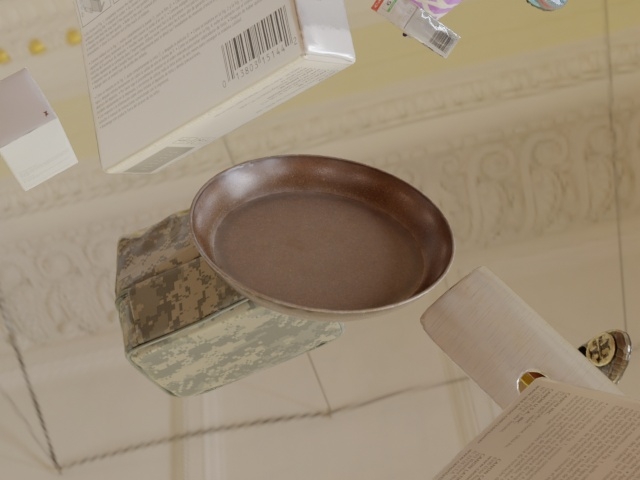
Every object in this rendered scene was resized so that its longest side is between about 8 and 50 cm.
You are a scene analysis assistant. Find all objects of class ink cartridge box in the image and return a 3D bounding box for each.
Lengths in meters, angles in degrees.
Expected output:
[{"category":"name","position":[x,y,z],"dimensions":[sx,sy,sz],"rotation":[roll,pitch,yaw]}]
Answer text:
[{"category":"ink cartridge box","position":[0.122,0.149,0.515],"dimensions":[0.181,0.056,0.225],"rotation":[-38,-157,-24]},{"category":"ink cartridge box","position":[-0.114,-0.225,1.038],"dimensions":[0.296,0.066,0.261],"rotation":[-22,-103,44]},{"category":"ink cartridge box","position":[0.088,-0.227,1.196],"dimensions":[0.029,0.063,0.115],"rotation":[-56,-145,9]}]

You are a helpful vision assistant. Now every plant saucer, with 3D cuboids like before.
[{"category":"plant saucer","position":[0.000,0.000,1.371],"dimensions":[0.311,0.050,0.310],"rotation":[6,-144,-5]}]

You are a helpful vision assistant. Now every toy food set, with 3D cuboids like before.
[{"category":"toy food set","position":[0.180,0.141,0.867],"dimensions":[0.220,0.306,0.092],"rotation":[44,-89,16]}]

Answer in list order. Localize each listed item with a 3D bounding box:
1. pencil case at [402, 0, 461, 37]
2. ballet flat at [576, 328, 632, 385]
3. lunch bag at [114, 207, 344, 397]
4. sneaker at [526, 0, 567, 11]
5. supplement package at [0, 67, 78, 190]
[{"category":"pencil case","position":[0.158,-0.339,1.438],"dimensions":[0.206,0.088,0.086],"rotation":[-37,-127,45]},{"category":"ballet flat","position":[0.335,0.199,1.617],"dimensions":[0.058,0.250,0.084],"rotation":[21,-132,-18]},{"category":"lunch bag","position":[-0.136,0.045,1.678],"dimensions":[0.305,0.212,0.256],"rotation":[-24,-123,10]},{"category":"sneaker","position":[0.298,-0.396,1.412],"dimensions":[0.125,0.262,0.104],"rotation":[16,-142,32]},{"category":"supplement package","position":[-0.468,-0.173,1.865],"dimensions":[0.105,0.179,0.105],"rotation":[-30,-106,-11]}]
